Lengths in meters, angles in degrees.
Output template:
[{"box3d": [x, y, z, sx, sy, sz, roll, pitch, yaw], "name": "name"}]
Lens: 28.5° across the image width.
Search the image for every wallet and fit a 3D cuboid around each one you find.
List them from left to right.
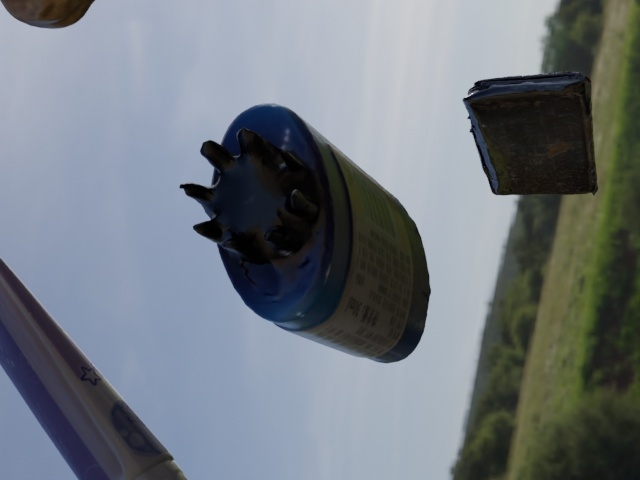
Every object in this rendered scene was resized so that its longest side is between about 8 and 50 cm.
[{"box3d": [0.219, -0.104, 1.288, 0.232, 0.122, 0.031, 59, -146, -63], "name": "wallet"}]

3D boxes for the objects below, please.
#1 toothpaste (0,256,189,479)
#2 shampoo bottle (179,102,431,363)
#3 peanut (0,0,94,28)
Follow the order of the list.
[{"box3d": [-0.247, 0.128, 1.163, 0.080, 0.371, 0.125, -31, -20, -35], "name": "toothpaste"}, {"box3d": [0.000, 0.000, 0.521, 0.183, 0.050, 0.087, 32, -131, -67], "name": "shampoo bottle"}, {"box3d": [-0.173, -0.282, 1.044, 0.137, 0.253, 0.122, 53, -172, -20], "name": "peanut"}]
